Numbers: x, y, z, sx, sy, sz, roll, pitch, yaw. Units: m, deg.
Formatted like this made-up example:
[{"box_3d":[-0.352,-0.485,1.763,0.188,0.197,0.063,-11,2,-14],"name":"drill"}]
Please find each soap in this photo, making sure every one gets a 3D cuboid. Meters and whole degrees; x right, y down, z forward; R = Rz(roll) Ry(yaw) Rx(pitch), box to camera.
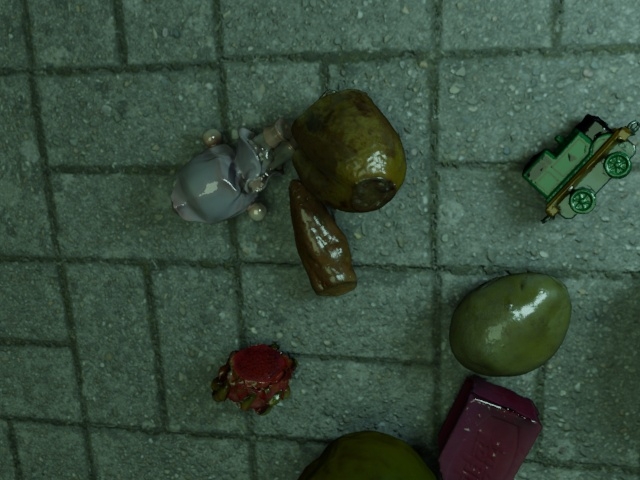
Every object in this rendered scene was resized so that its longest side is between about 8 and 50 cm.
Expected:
[{"box_3d":[0.316,0.409,1.398,0.162,0.099,0.250,20,110,-1],"name":"soap"}]

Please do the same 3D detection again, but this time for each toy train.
[{"box_3d":[0.440,-0.128,1.215,0.136,0.091,0.227,41,111,10],"name":"toy train"}]

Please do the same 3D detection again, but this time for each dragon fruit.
[{"box_3d":[-0.148,0.287,1.453,0.208,0.133,0.150,-26,103,30],"name":"dragon fruit"}]

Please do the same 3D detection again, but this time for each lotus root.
[{"box_3d":[0.050,-0.127,1.224,0.199,0.180,0.188,-35,137,19],"name":"lotus root"}]

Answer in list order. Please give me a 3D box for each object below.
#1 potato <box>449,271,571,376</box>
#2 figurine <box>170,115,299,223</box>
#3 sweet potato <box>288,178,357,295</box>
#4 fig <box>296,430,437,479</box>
[{"box_3d":[0.345,0.151,1.285,0.235,0.160,0.178,-42,133,7],"name":"potato"},{"box_3d":[-0.155,-0.128,1.326,0.276,0.133,0.200,-31,94,18],"name":"figurine"},{"box_3d":[0.000,0.000,1.348,0.097,0.097,0.251,-16,106,17],"name":"sweet potato"},{"box_3d":[0.098,0.554,1.365,0.343,0.343,0.343,4,107,12],"name":"fig"}]
